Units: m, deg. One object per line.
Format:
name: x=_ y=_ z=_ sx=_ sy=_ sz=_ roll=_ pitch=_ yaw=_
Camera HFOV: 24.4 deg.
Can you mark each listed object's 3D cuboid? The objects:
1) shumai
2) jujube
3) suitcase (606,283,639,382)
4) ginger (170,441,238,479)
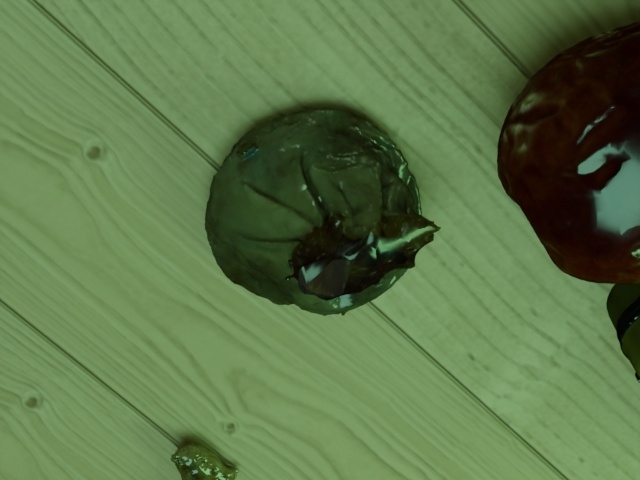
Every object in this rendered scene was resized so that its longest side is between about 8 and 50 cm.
shumai: x=0.000 y=0.000 z=1.227 sx=0.201 sy=0.120 sz=0.201 roll=0 pitch=123 yaw=0
jujube: x=0.263 y=-0.081 z=1.131 sx=0.255 sy=0.190 sz=0.190 roll=-29 pitch=117 yaw=3
suitcase: x=0.366 y=0.052 z=1.211 sx=0.194 sy=0.143 sz=0.235 roll=37 pitch=110 yaw=-27
ginger: x=-0.112 y=0.251 z=1.438 sx=0.057 sy=0.044 sz=0.137 roll=10 pitch=122 yaw=20
